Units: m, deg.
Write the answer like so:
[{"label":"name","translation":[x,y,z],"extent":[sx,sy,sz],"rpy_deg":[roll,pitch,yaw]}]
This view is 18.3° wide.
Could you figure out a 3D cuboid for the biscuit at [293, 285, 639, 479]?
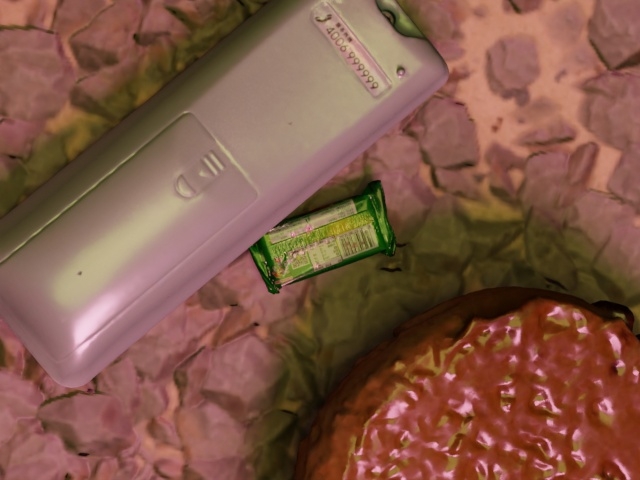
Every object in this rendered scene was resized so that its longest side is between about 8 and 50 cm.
[{"label":"biscuit","translation":[0.107,0.169,1.178],"extent":[0.296,0.075,0.296],"rpy_deg":[-3,100,-19]}]

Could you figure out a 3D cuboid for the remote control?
[{"label":"remote control","translation":[-0.061,-0.044,1.123],"extent":[0.293,0.051,0.103],"rpy_deg":[-40,95,-11]}]

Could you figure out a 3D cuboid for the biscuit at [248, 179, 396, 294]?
[{"label":"biscuit","translation":[0.000,0.000,1.164],"extent":[0.089,0.016,0.046],"rpy_deg":[-20,98,-13]}]
